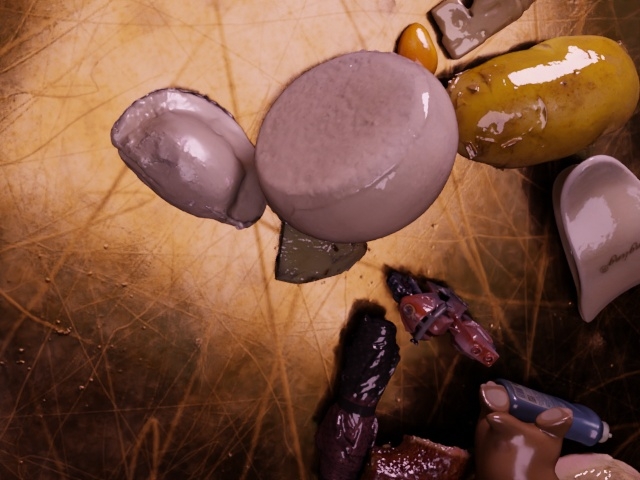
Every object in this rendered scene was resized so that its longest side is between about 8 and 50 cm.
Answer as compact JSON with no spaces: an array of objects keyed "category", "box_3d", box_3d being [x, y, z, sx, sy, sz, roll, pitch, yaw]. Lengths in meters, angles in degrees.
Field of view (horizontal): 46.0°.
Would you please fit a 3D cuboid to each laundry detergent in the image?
[{"category":"laundry detergent","box_3d":[0.381,0.286,1.230,0.206,0.096,0.061,19,91,-8]}]

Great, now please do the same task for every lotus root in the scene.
[{"category":"lotus root","box_3d":[0.000,-0.001,1.144,0.144,0.070,0.143,-2,104,-5]}]

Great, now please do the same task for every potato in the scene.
[{"category":"potato","box_3d":[0.311,-0.195,1.092,0.300,0.140,0.173,-17,102,-8]}]

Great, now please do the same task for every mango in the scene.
[{"category":"mango","box_3d":[0.142,-0.275,1.109,0.059,0.046,0.089,-2,90,-7]}]

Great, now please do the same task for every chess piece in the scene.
[{"category":"chess piece","box_3d":[0.258,-0.349,1.089,0.200,0.090,0.090,-34,104,15]}]

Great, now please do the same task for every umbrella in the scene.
[{"category":"umbrella","box_3d":[0.052,0.275,1.202,0.090,0.094,0.326,11,103,-26]}]

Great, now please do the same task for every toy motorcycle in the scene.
[{"category":"toy motorcycle","box_3d":[0.189,0.129,1.167,0.212,0.118,0.084,34,107,-12]}]

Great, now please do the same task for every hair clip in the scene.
[{"category":"hair clip","box_3d":[0.446,-0.010,1.160,0.172,0.113,0.282,-29,104,2]}]

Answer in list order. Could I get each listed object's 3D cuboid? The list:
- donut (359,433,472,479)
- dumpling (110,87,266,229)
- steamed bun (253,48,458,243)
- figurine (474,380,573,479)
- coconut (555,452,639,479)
[{"category":"donut","box_3d":[0.153,0.382,1.204,0.186,0.126,0.144,11,68,1]},{"category":"dumpling","box_3d":[-0.174,-0.122,1.078,0.247,0.142,0.173,37,66,-25]},{"category":"steamed bun","box_3d":[0.058,-0.114,1.035,0.283,0.283,0.177,-40,136,5]},{"category":"figurine","box_3d":[0.265,0.358,1.087,0.177,0.173,0.247,15,100,37]},{"category":"coconut","box_3d":[0.426,0.474,1.222,0.259,0.259,0.259,-1,103,-5]}]
